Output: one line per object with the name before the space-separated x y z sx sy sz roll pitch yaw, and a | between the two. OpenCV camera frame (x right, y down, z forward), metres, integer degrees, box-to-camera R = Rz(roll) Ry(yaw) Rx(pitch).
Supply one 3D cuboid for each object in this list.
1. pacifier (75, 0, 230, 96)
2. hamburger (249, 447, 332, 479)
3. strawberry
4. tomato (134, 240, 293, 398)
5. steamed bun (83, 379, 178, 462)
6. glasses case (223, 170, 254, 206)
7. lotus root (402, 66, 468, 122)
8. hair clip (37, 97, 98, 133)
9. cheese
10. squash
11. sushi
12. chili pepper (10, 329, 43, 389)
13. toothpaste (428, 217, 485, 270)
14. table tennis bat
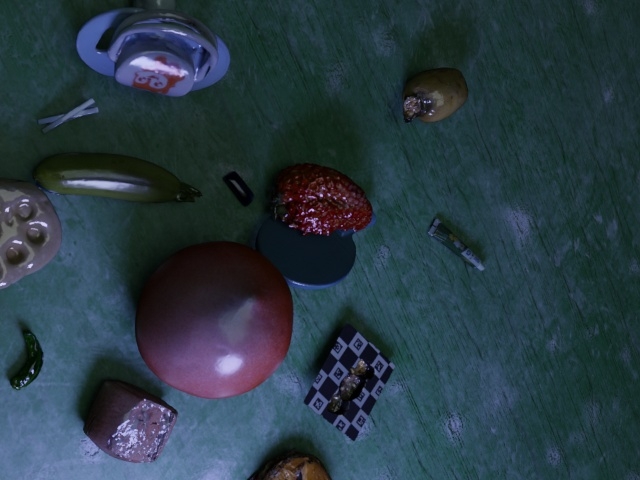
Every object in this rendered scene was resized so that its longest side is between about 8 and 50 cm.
pacifier | -0.319 -0.411 1.623 0.300 0.244 0.233 10 57 -32
hamburger | -0.063 0.593 1.875 0.231 0.107 0.230 3 84 -32
strawberry | 0.008 -0.105 1.837 0.236 0.106 0.175 -11 65 -26
tomato | -0.202 0.157 1.644 0.322 0.321 0.321 -2 94 -31
steamed bun | -0.380 0.370 1.671 0.175 0.106 0.144 30 78 -31
glasses case | -0.175 -0.114 1.813 0.033 0.023 0.083 -44 114 -19
lotus root | 0.269 -0.349 2.007 0.221 0.125 0.118 -28 132 -32
hair clip | -0.492 -0.242 1.620 0.115 0.039 0.030 -25 97 -16
cheese | -0.597 -0.015 1.515 0.235 0.117 0.217 29 79 -30
squash | -0.393 -0.125 1.648 0.341 0.094 0.094 5 90 -28
sushi | 0.056 0.331 1.959 0.192 0.050 0.215 43 67 -29
chili pepper | -0.558 0.233 1.600 0.055 0.035 0.117 15 89 -47
toothpaste | 0.354 0.018 2.130 0.204 0.031 0.049 38 72 -25
table tennis bat | 0.000 0.000 1.853 0.329 0.044 0.215 -27 65 -38
